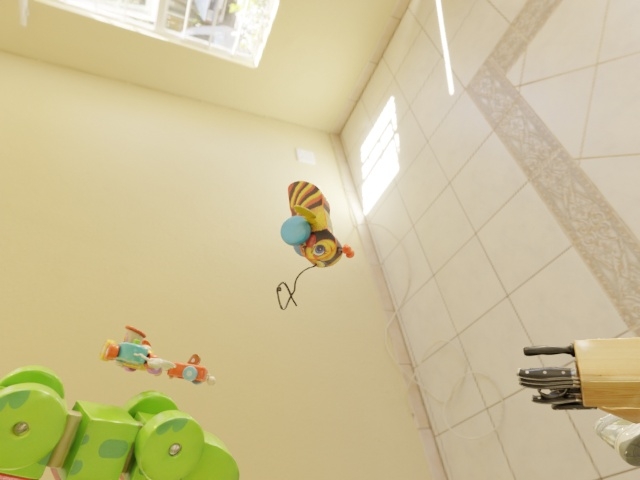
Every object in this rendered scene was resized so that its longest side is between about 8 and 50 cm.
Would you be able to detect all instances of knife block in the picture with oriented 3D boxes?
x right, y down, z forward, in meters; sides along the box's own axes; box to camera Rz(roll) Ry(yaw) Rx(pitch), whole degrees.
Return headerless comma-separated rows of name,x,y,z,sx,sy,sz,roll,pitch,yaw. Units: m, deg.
knife block,0.515,0.231,0.777,0.275,0.242,0.088,118,173,-47

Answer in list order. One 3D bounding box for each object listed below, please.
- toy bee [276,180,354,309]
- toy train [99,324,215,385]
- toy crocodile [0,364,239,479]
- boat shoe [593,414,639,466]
toy bee,0.000,0.000,0.992,0.195,0.162,0.298,4,-99,-72
toy train,-0.207,0.151,0.560,0.166,0.125,0.046,88,-170,-64
toy crocodile,-0.232,0.199,0.422,0.115,0.340,0.105,-4,63,54
boat shoe,0.760,0.365,0.930,0.118,0.320,0.103,61,178,-17
